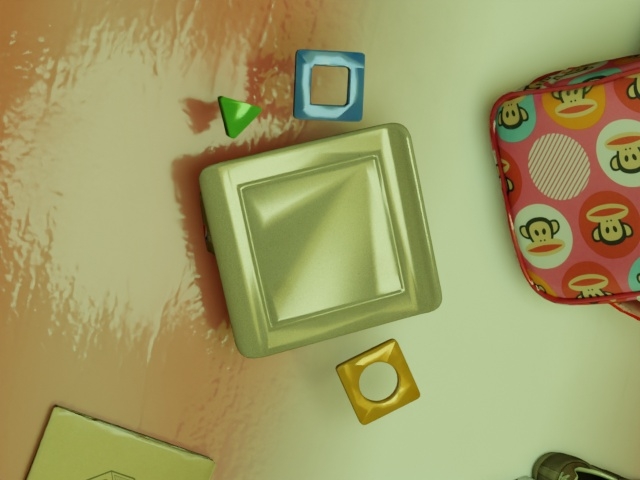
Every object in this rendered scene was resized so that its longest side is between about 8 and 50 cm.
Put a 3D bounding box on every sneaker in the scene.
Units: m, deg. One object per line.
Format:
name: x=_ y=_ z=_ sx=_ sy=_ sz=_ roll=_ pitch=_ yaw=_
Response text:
sneaker: x=0.308 y=0.275 z=1.404 sx=0.188 sy=0.071 sz=0.066 roll=21 pitch=90 yaw=-16

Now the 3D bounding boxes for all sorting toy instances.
sorting toy: x=0.000 y=0.000 z=1.247 sx=0.196 sy=0.047 sz=0.348 roll=-13 pitch=100 yaw=-9

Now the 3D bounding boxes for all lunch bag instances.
lunch bag: x=0.317 y=-0.045 z=1.270 sx=0.120 sy=0.293 sz=0.258 roll=-26 pitch=105 yaw=-54

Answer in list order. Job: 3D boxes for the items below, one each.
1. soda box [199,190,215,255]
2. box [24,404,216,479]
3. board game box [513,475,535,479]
soda box: x=-0.019 y=-0.030 z=1.291 sx=0.181 sy=0.058 sz=0.061 roll=-10 pitch=98 yaw=-15
box: x=-0.212 y=0.275 z=1.289 sx=0.164 sy=0.021 sz=0.201 roll=22 pitch=90 yaw=-16
board game box: x=0.124 y=0.444 z=1.367 sx=0.318 sy=0.066 sz=0.318 roll=-20 pitch=100 yaw=-15
